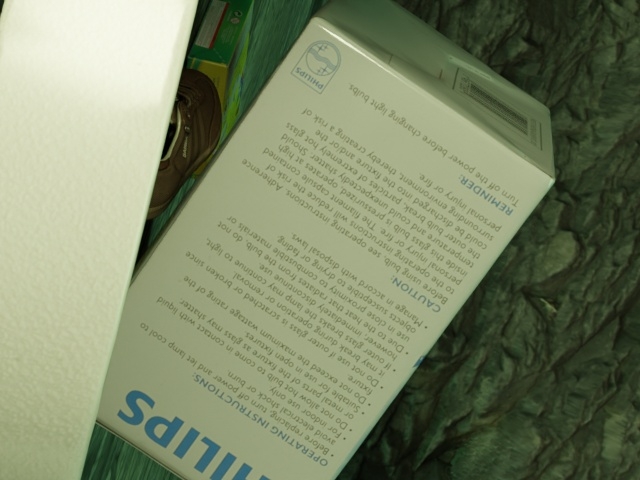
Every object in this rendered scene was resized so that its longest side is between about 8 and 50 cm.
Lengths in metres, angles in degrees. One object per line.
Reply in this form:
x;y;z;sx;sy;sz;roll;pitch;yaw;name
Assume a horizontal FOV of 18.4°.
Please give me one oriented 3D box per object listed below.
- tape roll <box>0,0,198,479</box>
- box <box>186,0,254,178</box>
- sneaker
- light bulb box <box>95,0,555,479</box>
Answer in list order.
-0.113;-0.023;0.879;0.392;0.072;0.392;-167;-90;-84;tape roll
-0.100;-0.136;1.841;0.179;0.043;0.105;98;7;-48;box
-0.115;-0.092;1.537;0.188;0.066;0.071;-72;175;-51;sneaker
0.000;0.000;1.633;0.361;0.225;0.358;-55;-178;14;light bulb box
